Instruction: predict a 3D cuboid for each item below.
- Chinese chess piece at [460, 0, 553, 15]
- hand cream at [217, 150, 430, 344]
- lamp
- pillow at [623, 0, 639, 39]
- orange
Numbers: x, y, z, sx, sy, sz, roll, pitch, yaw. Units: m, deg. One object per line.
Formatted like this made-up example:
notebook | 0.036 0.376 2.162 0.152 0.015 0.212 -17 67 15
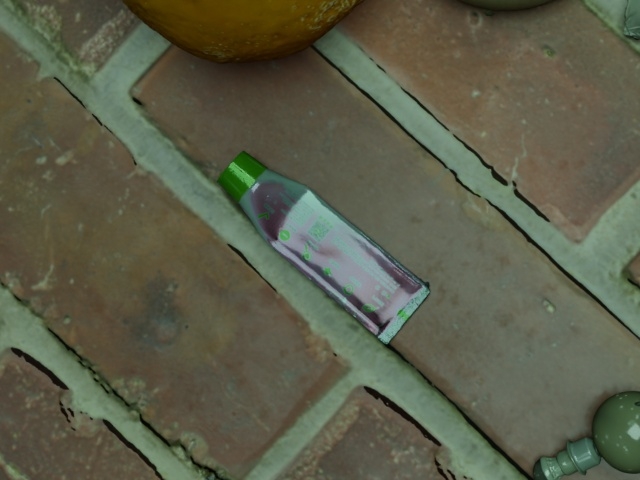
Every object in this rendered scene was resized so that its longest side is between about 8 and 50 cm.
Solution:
Chinese chess piece | 0.216 -0.396 1.630 0.273 0.102 0.273 0 87 6
hand cream | 0.000 0.000 1.660 0.275 0.050 0.079 40 116 2
lamp | 0.311 0.232 1.592 0.163 0.091 0.091 -30 83 18
pillow | 0.462 -0.258 1.613 0.229 0.051 0.128 21 109 6
orange | -0.092 -0.368 1.564 0.340 0.293 0.340 -1 86 8
